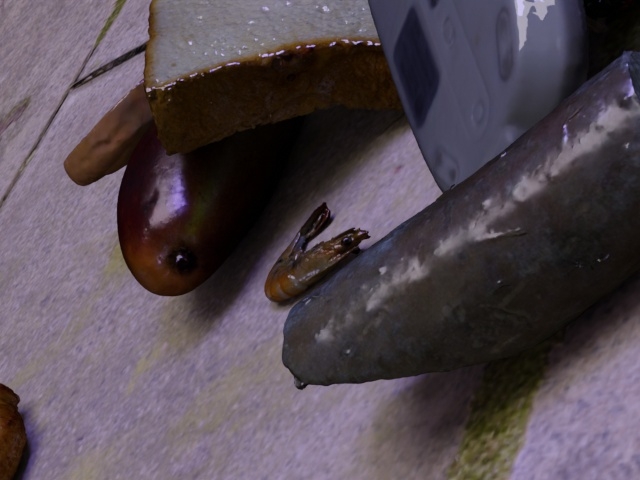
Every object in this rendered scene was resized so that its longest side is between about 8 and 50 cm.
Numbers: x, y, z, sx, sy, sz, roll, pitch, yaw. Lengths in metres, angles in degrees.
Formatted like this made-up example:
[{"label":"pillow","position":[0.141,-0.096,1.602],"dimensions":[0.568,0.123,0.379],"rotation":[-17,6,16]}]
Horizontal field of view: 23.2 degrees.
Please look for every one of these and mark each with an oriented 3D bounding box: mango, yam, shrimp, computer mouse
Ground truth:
[{"label":"mango","position":[-0.090,-0.062,1.256],"dimensions":[0.133,0.111,0.267],"rotation":[-37,19,49]},{"label":"yam","position":[0.099,0.007,0.845],"dimensions":[0.259,0.106,0.106],"rotation":[-39,27,24]},{"label":"shrimp","position":[0.000,0.000,1.119],"dimensions":[0.114,0.023,0.083],"rotation":[-32,27,42]},{"label":"computer mouse","position":[0.107,-0.157,0.993],"dimensions":[0.197,0.095,0.331],"rotation":[109,156,-47]}]

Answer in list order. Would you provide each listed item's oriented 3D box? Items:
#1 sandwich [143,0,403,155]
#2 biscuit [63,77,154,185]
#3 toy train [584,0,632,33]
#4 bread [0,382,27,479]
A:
[{"label":"sandwich","position":[-0.027,-0.148,1.192],"dimensions":[0.215,0.065,0.186],"rotation":[-12,33,1]},{"label":"biscuit","position":[-0.091,-0.180,1.428],"dimensions":[0.376,0.051,0.269],"rotation":[-48,8,-25]},{"label":"toy train","position":[0.187,-0.223,1.083],"dimensions":[0.085,0.053,0.249],"rotation":[-43,25,37]},{"label":"bread","position":[-0.318,0.205,1.328],"dimensions":[0.193,0.064,0.193],"rotation":[-34,27,20]}]
